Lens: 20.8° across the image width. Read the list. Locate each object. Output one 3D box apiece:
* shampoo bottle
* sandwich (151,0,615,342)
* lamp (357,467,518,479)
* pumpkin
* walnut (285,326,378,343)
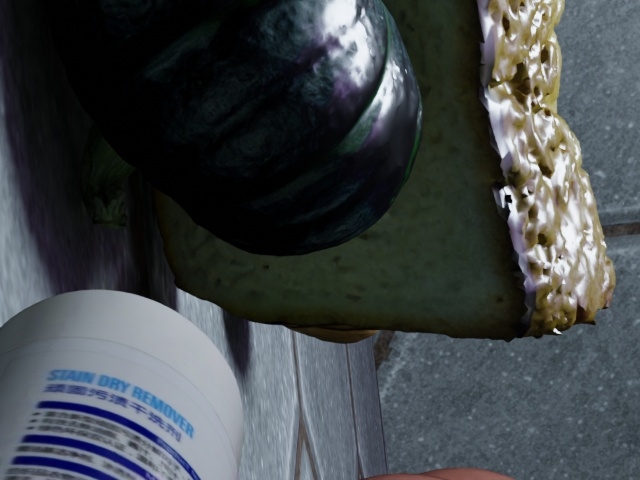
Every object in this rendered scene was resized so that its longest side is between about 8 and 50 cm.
[{"bbox_3d":[-0.069,0.085,0.439,0.303,0.092,0.092,-87,170,-71],"label":"shampoo bottle"},{"bbox_3d":[0.012,-0.086,0.877,0.095,0.249,0.273,-26,112,-51],"label":"sandwich"},{"bbox_3d":[0.069,0.283,0.997,0.239,0.305,0.305,-37,-139,40],"label":"lamp"},{"bbox_3d":[-0.037,-0.083,0.736,0.194,0.150,0.194,169,-90,-84],"label":"pumpkin"},{"bbox_3d":[0.000,0.000,1.222,0.166,0.149,0.166,55,-3,4],"label":"walnut"}]
